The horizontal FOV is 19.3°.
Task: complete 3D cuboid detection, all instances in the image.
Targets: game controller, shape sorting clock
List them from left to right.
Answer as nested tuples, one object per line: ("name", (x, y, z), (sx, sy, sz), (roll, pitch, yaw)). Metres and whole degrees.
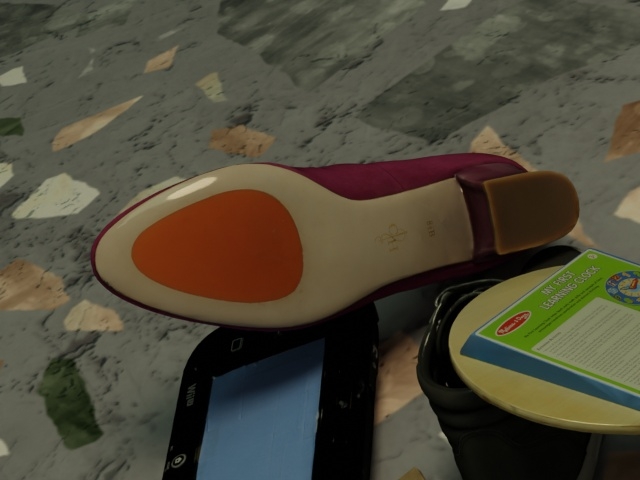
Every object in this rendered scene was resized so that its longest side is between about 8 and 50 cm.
("game controller", (-0.040, 0.151, 1.382), (0.166, 0.067, 0.319), (-13, 34, 14))
("shape sorting clock", (0.182, 0.065, 1.161), (0.206, 0.040, 0.206), (0, 29, 0))

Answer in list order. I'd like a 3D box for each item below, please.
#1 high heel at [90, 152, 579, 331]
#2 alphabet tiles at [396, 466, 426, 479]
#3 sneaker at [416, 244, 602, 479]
("high heel", (0.000, 0.000, 1.451), (0.377, 0.127, 0.181), (-3, 0, -17))
("alphabet tiles", (-0.007, 0.253, 1.183), (0.237, 0.009, 0.198), (-39, 41, 6))
("sneaker", (0.146, 0.061, 1.326), (0.105, 0.147, 0.295), (-9, 34, 23))
